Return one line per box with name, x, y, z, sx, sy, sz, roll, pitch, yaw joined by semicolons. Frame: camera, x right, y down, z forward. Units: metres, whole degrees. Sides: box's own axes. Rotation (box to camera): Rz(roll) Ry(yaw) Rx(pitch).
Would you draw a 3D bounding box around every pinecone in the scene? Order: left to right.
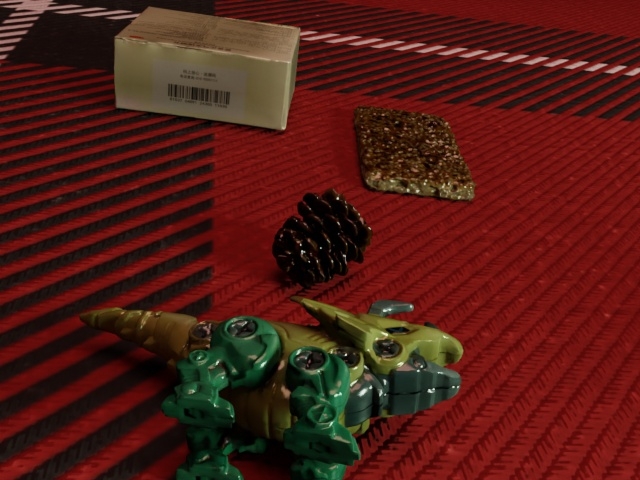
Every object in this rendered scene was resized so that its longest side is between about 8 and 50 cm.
pinecone;0.000;0.000;0.613;0.077;0.077;0.083;21;36;20

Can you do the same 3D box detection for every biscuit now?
biscuit;0.107;-0.113;0.889;0.131;0.025;0.231;6;30;-5

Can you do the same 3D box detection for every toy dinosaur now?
toy dinosaur;-0.046;0.083;0.449;0.259;0.094;0.153;6;29;10

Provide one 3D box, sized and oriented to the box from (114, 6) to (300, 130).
box;-0.138;-0.223;0.939;0.212;0.095;0.168;8;28;-1
